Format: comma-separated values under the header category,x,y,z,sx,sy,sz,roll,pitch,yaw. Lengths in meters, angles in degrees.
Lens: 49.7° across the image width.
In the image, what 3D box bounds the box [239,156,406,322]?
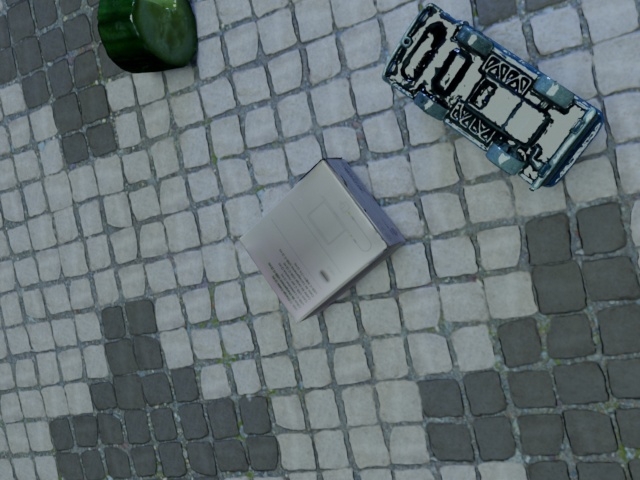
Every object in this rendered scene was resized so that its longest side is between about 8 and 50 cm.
category,x,y,z,sx,sy,sz,roll,pitch,yaw
box,0.000,0.000,1.298,0.251,0.106,0.203,-42,78,23

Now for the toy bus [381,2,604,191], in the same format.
category,x,y,z,sx,sy,sz,roll,pitch,yaw
toy bus,0.271,-0.225,1.091,0.312,0.190,0.152,40,111,17

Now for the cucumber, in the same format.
category,x,y,z,sx,sy,sz,roll,pitch,yaw
cucumber,-0.351,-0.423,1.390,0.130,0.191,0.191,-3,94,27
